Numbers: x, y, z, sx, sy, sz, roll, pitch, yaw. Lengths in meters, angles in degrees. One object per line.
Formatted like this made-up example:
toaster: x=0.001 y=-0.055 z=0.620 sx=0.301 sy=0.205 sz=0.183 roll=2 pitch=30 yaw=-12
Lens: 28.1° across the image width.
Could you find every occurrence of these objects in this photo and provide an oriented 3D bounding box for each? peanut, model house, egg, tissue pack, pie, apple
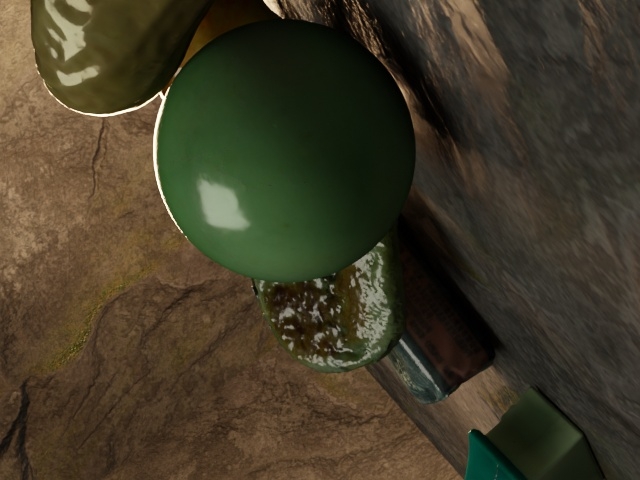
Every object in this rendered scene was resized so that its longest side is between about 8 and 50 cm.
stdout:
peanut: x=-0.148 y=-0.220 z=1.011 sx=0.147 sy=0.147 sz=0.319 roll=52 pitch=135 yaw=11
model house: x=0.231 y=0.267 z=1.458 sx=0.100 sy=0.149 sz=0.127 roll=42 pitch=167 yaw=46
egg: x=-0.032 y=-0.078 z=1.086 sx=0.220 sy=0.220 sz=0.269 roll=55 pitch=-179 yaw=-21
tissue pack: x=0.079 y=0.053 z=1.585 sx=0.315 sy=0.103 sz=0.228 roll=53 pitch=175 yaw=8
pie: x=0.001 y=0.008 z=1.424 sx=0.302 sy=0.067 sz=0.302 roll=25 pitch=123 yaw=45
apple: x=-0.093 y=-0.190 z=1.333 sx=0.195 sy=0.160 sz=0.173 roll=54 pitch=-164 yaw=-37
